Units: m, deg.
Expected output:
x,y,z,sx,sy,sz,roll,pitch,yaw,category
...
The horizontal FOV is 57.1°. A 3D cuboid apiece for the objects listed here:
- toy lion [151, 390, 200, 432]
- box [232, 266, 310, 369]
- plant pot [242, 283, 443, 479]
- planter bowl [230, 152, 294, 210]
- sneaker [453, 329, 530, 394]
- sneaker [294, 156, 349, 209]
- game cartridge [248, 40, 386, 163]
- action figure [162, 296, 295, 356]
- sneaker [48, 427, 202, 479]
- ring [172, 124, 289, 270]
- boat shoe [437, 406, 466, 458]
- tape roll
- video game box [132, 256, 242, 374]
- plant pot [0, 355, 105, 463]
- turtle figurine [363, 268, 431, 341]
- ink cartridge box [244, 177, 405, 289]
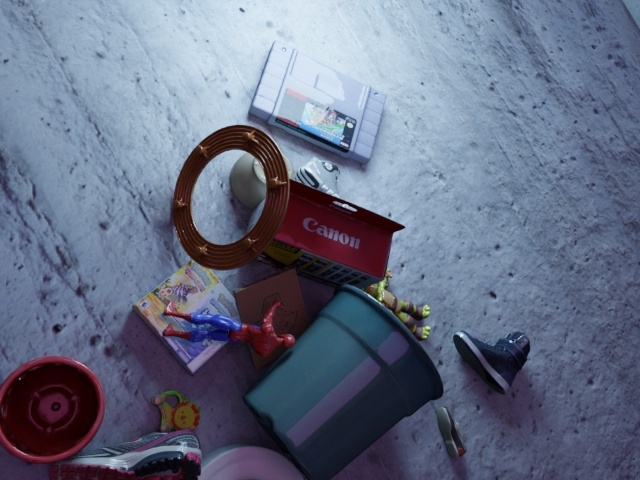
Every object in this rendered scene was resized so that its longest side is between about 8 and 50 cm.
x,y,z,sx,sy,sz,roll,pitch,yaw,category
-0.314,0.378,1.295,0.096,0.034,0.100,-10,80,-32,toy lion
-0.108,0.181,1.393,0.164,0.021,0.201,-22,108,-27,box
0.031,0.330,1.305,0.334,0.341,0.341,-39,93,-18,plant pot
-0.134,-0.164,1.468,0.162,0.109,0.162,6,73,-21,planter bowl
0.473,0.285,1.609,0.163,0.086,0.226,-47,106,-15,sneaker
0.038,-0.127,1.549,0.229,0.086,0.132,53,41,-19,sneaker
0.000,-0.373,1.609,0.355,0.068,0.230,21,65,-17,game cartridge
-0.187,0.179,1.293,0.280,0.139,0.091,12,114,6,action figure
-0.393,0.460,1.201,0.299,0.112,0.121,-3,115,-9,sneaker
-0.214,-0.100,1.318,0.032,0.336,0.337,17,65,-58,ring
0.342,0.495,1.529,0.043,0.049,0.137,-15,85,-29,boat shoe
-0.168,0.585,1.262,0.286,0.100,0.286,6,75,-21,tape roll
-0.290,0.169,1.350,0.187,0.048,0.205,-42,95,-29,video game box
-0.521,0.324,1.140,0.191,0.174,0.191,6,75,-22,plant pot
0.183,0.175,1.503,0.217,0.087,0.269,34,26,-20,turtle figurine
0.000,0.000,1.390,0.309,0.272,0.130,20,69,-16,ink cartridge box
